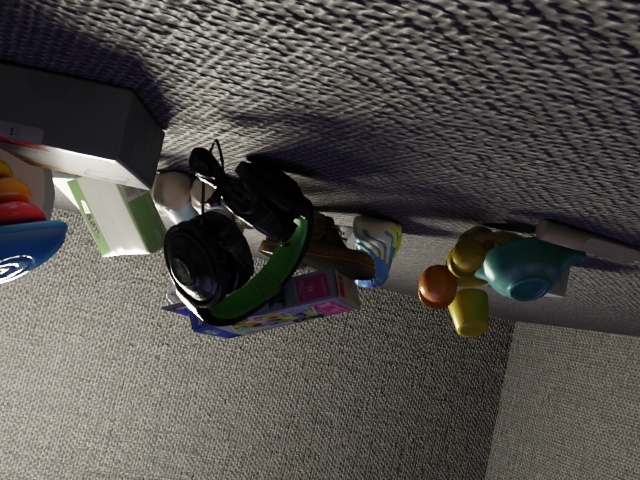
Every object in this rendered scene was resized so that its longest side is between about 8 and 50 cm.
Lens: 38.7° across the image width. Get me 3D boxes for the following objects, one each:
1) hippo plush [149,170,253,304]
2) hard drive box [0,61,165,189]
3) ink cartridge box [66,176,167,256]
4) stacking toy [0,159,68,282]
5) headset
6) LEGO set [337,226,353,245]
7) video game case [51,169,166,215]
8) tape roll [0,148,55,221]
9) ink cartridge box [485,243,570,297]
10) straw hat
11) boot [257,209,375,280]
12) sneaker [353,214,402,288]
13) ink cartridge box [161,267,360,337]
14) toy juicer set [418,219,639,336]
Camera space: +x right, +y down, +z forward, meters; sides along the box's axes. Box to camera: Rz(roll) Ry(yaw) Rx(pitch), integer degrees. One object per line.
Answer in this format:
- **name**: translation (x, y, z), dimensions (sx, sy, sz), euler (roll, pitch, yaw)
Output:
- **hippo plush**: translation (-0.234, 0.010, 1.727), dimensions (0.234, 0.237, 0.294), euler (14, 174, -14)
- **hard drive box**: translation (-0.311, -0.140, 1.158), dimensions (0.181, 0.089, 0.232), euler (12, 174, 2)
- **ink cartridge box**: translation (-0.376, -0.056, 1.690), dimensions (0.056, 0.171, 0.235), euler (-30, -166, -29)
- **stacking toy**: translation (-0.472, -0.092, 1.179), dimensions (0.175, 0.302, 0.165), euler (-31, 170, 30)
- **headset**: translation (-0.105, -0.002, 1.321), dimensions (0.185, 0.243, 0.394), euler (37, 164, 28)
- **LEGO set**: translation (-0.011, 0.013, 2.011), dimensions (0.227, 0.093, 0.087), euler (8, 173, 41)
- **video game case**: translation (-0.421, -0.096, 1.847), dimensions (0.193, 0.023, 0.212), euler (2, 163, 5)
- **tape roll**: translation (-0.548, -0.073, 1.359), dimensions (0.286, 0.286, 0.100), euler (13, 175, -6)
- **ink cartridge box**: translation (0.358, 0.055, 1.702), dimensions (0.175, 0.072, 0.127), euler (12, 175, -4)
- **straw hat**: translation (0.260, 0.011, 1.490), dimensions (0.144, 0.061, 0.144), euler (-10, 140, -9)
- **boot**: translation (0.000, 0.000, 1.686), dimensions (0.112, 0.115, 0.305), euler (33, 169, -37)
- **sneaker**: translation (0.105, 0.028, 1.724), dimensions (0.091, 0.126, 0.240), euler (11, 175, 16)
- **ink cartridge box**: translation (-0.099, 0.119, 1.598), dimensions (0.311, 0.065, 0.186), euler (-11, 167, 12)
- **toy juicer set**: translation (0.295, 0.026, 1.405), dimensions (0.329, 0.089, 0.209), euler (-30, 136, 31)
